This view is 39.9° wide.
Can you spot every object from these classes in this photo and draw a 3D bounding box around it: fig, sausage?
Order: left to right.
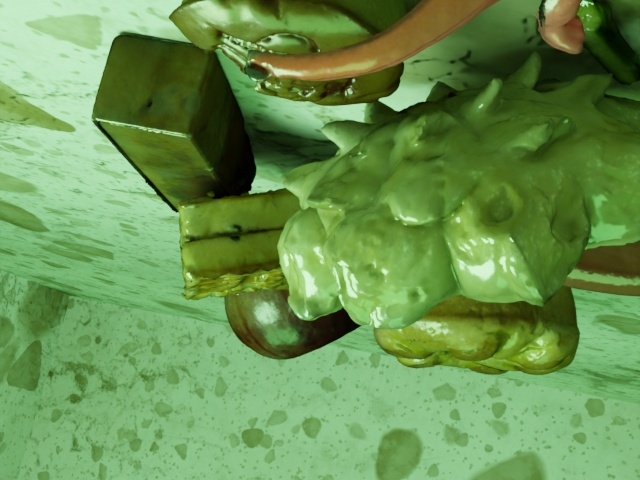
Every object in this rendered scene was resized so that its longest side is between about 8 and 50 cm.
[{"bbox_3d":[-0.029,0.064,1.284,0.235,0.214,0.235,-13,157,-6],"label":"fig"},{"bbox_3d":[0.312,0.023,1.004,0.194,0.077,0.077,11,167,12],"label":"sausage"}]

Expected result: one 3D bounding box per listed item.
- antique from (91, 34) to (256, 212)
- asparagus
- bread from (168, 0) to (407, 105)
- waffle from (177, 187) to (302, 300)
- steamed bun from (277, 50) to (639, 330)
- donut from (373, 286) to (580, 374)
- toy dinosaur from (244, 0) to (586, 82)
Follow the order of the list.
[{"bbox_3d":[-0.131,-0.098,0.897,0.093,0.087,0.310,10,167,7],"label":"antique"},{"bbox_3d":[0.194,-0.125,0.579,0.025,0.021,0.108,1,163,41],"label":"asparagus"},{"bbox_3d":[-0.005,-0.141,0.567,0.125,0.086,0.156,2,165,34],"label":"bread"},{"bbox_3d":[0.000,-0.001,0.960,0.308,0.091,0.213,-6,171,-10],"label":"waffle"},{"bbox_3d":[0.102,-0.050,0.615,0.292,0.137,0.295,-17,-170,7],"label":"steamed bun"},{"bbox_3d":[0.212,0.107,1.230,0.299,0.150,0.317,9,168,-29],"label":"donut"},{"bbox_3d":[0.099,-0.143,0.336,0.286,0.070,0.139,-16,148,-3],"label":"toy dinosaur"}]
